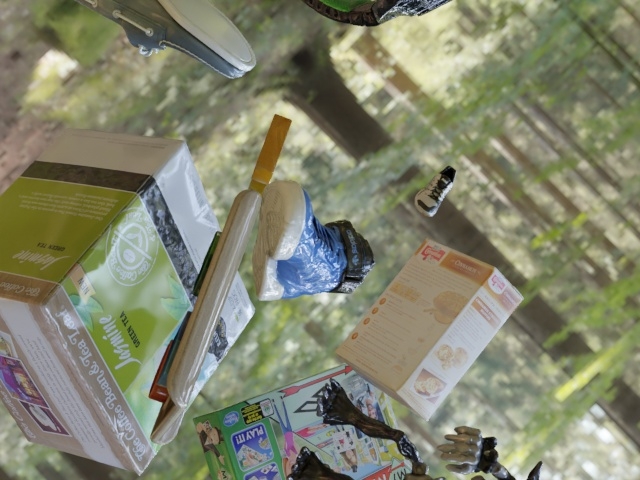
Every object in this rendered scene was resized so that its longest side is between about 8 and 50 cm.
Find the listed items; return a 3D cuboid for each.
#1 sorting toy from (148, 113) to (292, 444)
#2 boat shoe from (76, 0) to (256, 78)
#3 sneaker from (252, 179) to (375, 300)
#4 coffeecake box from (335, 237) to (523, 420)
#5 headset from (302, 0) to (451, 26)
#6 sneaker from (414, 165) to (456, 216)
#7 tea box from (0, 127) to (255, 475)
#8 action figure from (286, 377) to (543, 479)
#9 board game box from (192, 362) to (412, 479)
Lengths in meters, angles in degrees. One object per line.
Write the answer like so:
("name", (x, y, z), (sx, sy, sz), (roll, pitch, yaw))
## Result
("sorting toy", (-0.105, 0.036, 1.151), (0.229, 0.041, 0.307), (119, -9, -67))
("boat shoe", (-0.236, -0.316, 1.663), (0.099, 0.319, 0.116), (-54, 180, 25))
("sneaker", (0.000, -0.001, 0.855), (0.084, 0.058, 0.152), (-5, 153, -11))
("coffeecake box", (0.128, 0.102, 1.409), (0.185, 0.068, 0.142), (-51, -148, -8))
("headset", (0.073, -0.331, 1.170), (0.394, 0.244, 0.185), (7, -152, 41))
("sneaker", (0.141, -0.063, 1.433), (0.037, 0.032, 0.083), (-55, -178, 44))
("tea box", (-0.295, 0.076, 1.595), (0.324, 0.219, 0.329), (-55, 140, -35))
("action figure", (0.105, 0.247, 1.112), (0.164, 0.275, 0.141), (-64, 165, -4))
("board game box", (-0.007, 0.282, 1.493), (0.046, 0.214, 0.317), (-22, 174, 39))
